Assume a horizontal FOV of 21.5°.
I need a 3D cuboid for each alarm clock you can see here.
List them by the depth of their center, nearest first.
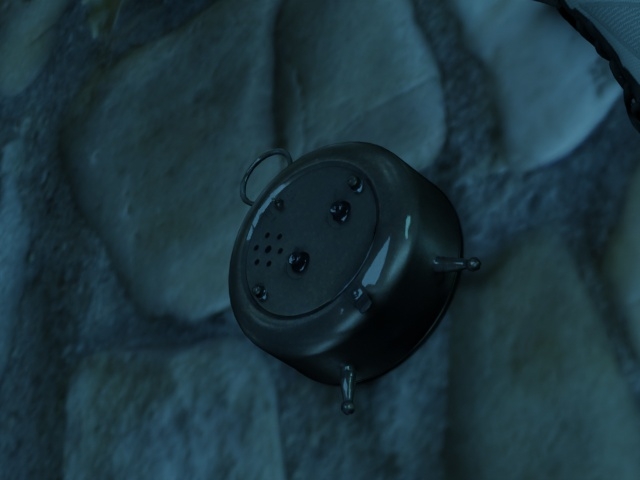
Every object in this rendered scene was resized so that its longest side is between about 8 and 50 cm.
[{"bbox_3d":[0.000,0.000,0.939,0.129,0.064,0.192,-50,40,6],"label":"alarm clock"}]

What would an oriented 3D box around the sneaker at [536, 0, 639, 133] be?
[{"bbox_3d":[0.169,-0.101,0.821,0.271,0.100,0.108,34,95,47],"label":"sneaker"}]
